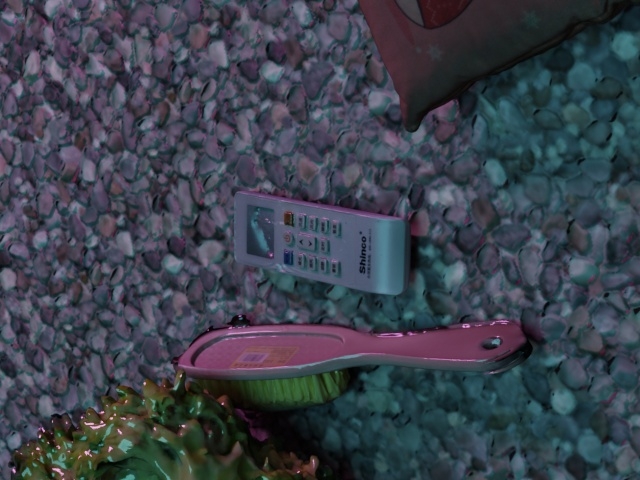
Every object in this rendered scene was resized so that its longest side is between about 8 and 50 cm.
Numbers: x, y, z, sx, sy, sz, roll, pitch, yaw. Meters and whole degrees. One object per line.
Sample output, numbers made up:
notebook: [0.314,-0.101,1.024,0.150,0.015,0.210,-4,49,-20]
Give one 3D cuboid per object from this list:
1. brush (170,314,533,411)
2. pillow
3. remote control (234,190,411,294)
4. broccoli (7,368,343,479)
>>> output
brush: [0.025,0.099,1.191,0.312,0.072,0.067,-5,121,33]
pillow: [0.096,-0.217,1.045,0.223,0.084,0.236,-23,84,37]
remote control: [0.000,0.000,1.198,0.162,0.029,0.061,12,106,38]
broccoli: [-0.111,0.251,1.126,0.353,0.397,0.275,29,93,32]
